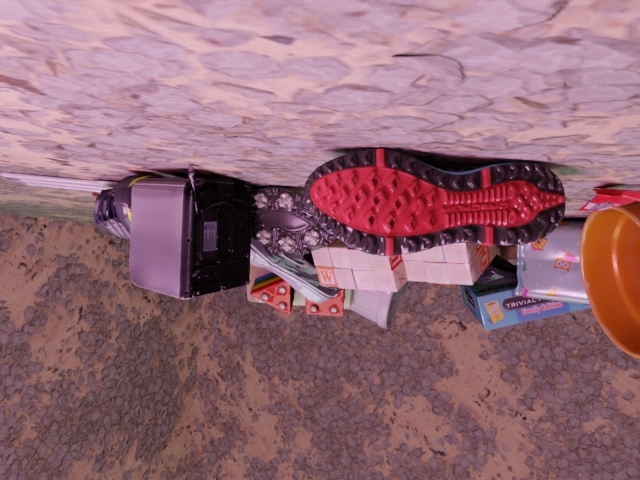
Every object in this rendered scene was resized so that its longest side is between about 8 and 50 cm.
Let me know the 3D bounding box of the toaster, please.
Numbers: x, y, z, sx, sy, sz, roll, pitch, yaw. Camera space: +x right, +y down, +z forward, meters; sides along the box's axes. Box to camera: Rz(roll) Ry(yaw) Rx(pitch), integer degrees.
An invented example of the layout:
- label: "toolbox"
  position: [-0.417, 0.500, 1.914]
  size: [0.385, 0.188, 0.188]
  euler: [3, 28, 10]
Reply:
- label: "toaster"
  position: [-0.180, -0.015, 0.863]
  size: [0.110, 0.185, 0.168]
  euler: [6, -173, 24]

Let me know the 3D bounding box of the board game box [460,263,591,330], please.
- label: "board game box"
  position: [0.477, 0.114, 1.405]
  size: [0.254, 0.079, 0.336]
  euler: [-14, -178, 7]

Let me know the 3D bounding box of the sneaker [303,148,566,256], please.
- label: "sneaker"
  position: [0.110, -0.032, 0.632]
  size: [0.262, 0.104, 0.125]
  euler: [4, 180, -5]

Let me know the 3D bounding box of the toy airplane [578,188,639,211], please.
- label: "toy airplane"
  position: [0.377, -0.047, 0.683]
  size: [0.151, 0.028, 0.151]
  euler: [-2, -169, 0]

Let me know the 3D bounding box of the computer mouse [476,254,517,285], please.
- label: "computer mouse"
  position: [0.321, 0.033, 1.247]
  size: [0.184, 0.060, 0.262]
  euler: [4, -156, -40]

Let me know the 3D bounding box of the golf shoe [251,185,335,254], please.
- label: "golf shoe"
  position: [-0.089, -0.047, 0.983]
  size: [0.273, 0.105, 0.120]
  euler: [8, -163, 22]

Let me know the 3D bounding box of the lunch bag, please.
- label: "lunch bag"
  position: [0.510, 0.042, 1.131]
  size: [0.223, 0.160, 0.262]
  euler: [5, -175, 32]

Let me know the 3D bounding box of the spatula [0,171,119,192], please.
- label: "spatula"
  position: [-0.424, -0.095, 1.075]
  size: [0.242, 0.019, 0.168]
  euler: [4, 179, -9]

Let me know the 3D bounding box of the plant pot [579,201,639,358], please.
- label: "plant pot"
  position: [0.482, 0.036, 0.785]
  size: [0.188, 0.205, 0.205]
  euler: [-11, 179, -3]

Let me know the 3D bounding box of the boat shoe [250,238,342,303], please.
- label: "boat shoe"
  position: [-0.066, 0.003, 1.206]
  size: [0.119, 0.121, 0.335]
  euler: [-36, 127, 28]

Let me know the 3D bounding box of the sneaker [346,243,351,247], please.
- label: "sneaker"
  position: [0.034, -0.030, 1.046]
  size: [0.186, 0.083, 0.069]
  euler: [3, 178, 18]

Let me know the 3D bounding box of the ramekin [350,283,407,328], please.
- label: "ramekin"
  position: [0.153, 0.080, 1.535]
  size: [0.127, 0.272, 0.273]
  euler: [16, -179, 15]

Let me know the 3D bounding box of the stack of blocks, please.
- label: "stack of blocks"
  position: [0.153, 0.018, 1.115]
  size: [0.297, 0.087, 0.171]
  euler: [2, -153, 36]

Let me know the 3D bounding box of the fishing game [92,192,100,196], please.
- label: "fishing game"
  position: [-0.329, -0.070, 1.260]
  size: [0.264, 0.041, 0.189]
  euler: [3, 175, 6]

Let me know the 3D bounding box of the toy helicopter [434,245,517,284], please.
- label: "toy helicopter"
  position: [0.439, 0.036, 1.457]
  size: [0.355, 0.140, 0.235]
  euler: [-3, 175, 12]

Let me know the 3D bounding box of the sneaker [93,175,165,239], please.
- label: "sneaker"
  position: [-0.311, -0.043, 0.972]
  size: [0.121, 0.111, 0.300]
  euler: [7, 171, -10]

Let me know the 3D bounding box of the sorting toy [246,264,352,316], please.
- label: "sorting toy"
  position: [-0.052, 0.064, 1.369]
  size: [0.256, 0.257, 0.089]
  euler: [4, -146, 4]
